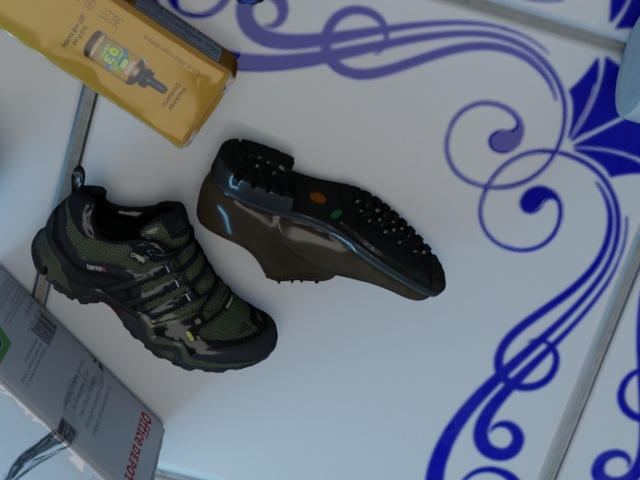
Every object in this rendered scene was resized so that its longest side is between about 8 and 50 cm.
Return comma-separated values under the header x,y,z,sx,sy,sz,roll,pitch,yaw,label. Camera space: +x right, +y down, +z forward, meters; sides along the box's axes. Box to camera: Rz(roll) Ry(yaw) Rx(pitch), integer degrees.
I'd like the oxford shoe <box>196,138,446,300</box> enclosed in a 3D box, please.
x,y,z,sx,sy,sz,roll,pitch,yaw,label
0.000,0.000,1.125,0.227,0.083,0.096,27,123,-8,oxford shoe

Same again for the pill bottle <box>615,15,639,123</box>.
x,y,z,sx,sy,sz,roll,pitch,yaw,label
0.361,-0.118,1.058,0.221,0.121,0.121,14,108,-6,pill bottle

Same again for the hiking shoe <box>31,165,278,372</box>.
x,y,z,sx,sy,sz,roll,pitch,yaw,label
-0.128,0.028,1.105,0.227,0.086,0.114,27,129,-10,hiking shoe

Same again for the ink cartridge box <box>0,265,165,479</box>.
x,y,z,sx,sy,sz,roll,pitch,yaw,label
-0.246,0.146,1.118,0.092,0.160,0.219,-39,105,13,ink cartridge box

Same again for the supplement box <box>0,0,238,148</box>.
x,y,z,sx,sy,sz,roll,pitch,yaw,label
-0.182,-0.174,1.054,0.233,0.080,0.078,34,106,-10,supplement box

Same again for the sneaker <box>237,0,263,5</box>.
x,y,z,sx,sy,sz,roll,pitch,yaw,label
-0.116,-0.268,1.000,0.087,0.083,0.221,-33,104,27,sneaker
